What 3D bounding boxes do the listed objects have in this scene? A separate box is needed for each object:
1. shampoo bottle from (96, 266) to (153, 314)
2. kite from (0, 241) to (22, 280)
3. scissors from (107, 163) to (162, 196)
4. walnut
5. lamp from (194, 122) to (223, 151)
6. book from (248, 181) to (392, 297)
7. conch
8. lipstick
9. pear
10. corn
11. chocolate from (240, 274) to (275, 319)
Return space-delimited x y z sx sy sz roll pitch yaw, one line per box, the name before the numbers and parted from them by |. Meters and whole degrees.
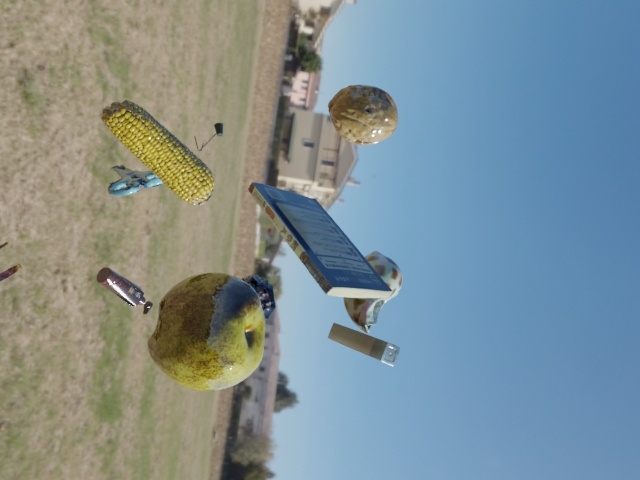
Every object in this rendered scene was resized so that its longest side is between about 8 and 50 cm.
shampoo bottle | -0.664 0.176 1.899 0.068 0.067 0.236 -50 138 -9
kite | -0.823 0.095 1.148 0.022 0.360 0.204 -28 -87 51
scissors | -0.599 -0.197 1.739 0.393 0.180 0.032 25 -49 55
walnut | 0.145 -0.418 1.844 0.198 0.245 0.198 -165 -90 -78
lamp | -0.384 -0.360 1.932 0.041 0.121 0.054 20 52 -52
book | 0.000 0.000 1.582 0.039 0.300 0.428 -51 -124 21
conch | 0.195 0.173 2.076 0.368 0.197 0.249 -39 147 -49
lipstick | 0.143 0.355 1.919 0.317 0.066 0.068 9 -106 58
pear | -0.194 0.153 0.935 0.197 0.197 0.197 -172 -90 -84
corn | -0.349 -0.196 1.222 0.106 0.293 0.106 -30 -148 21
chocolate | -0.228 0.172 1.728 0.133 0.156 0.156 57 38 -72
